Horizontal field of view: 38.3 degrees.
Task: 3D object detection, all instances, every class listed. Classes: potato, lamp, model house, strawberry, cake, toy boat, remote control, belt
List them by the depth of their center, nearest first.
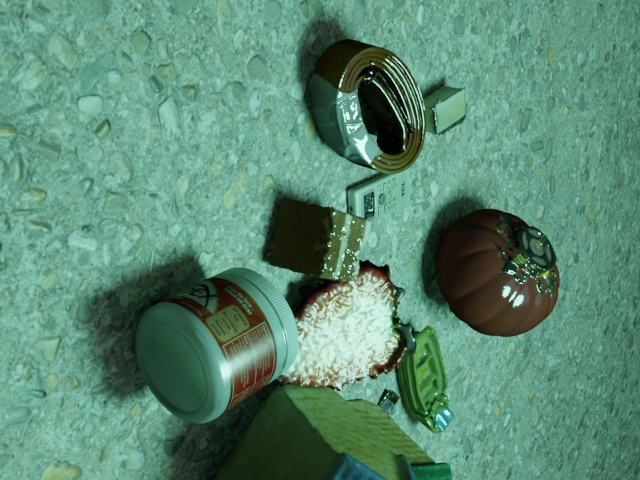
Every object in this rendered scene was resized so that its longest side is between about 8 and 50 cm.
[{"bbox_3d":[0.046,0.483,1.660,0.382,0.342,0.335,11,116,-55],"label":"model house"},{"bbox_3d":[0.000,0.000,1.692,0.147,0.134,0.135,7,96,-61],"label":"cake"},{"bbox_3d":[0.089,-0.241,1.702,0.184,0.105,0.261,-45,128,-12],"label":"belt"},{"bbox_3d":[0.019,0.171,1.795,0.306,0.137,0.233,-17,98,-20],"label":"strawberry"},{"bbox_3d":[0.145,-0.264,1.845,0.198,0.054,0.119,6,94,-52],"label":"potato"},{"bbox_3d":[0.124,-0.089,1.892,0.190,0.029,0.087,-25,121,-45],"label":"remote control"},{"bbox_3d":[0.258,-0.281,1.973,0.122,0.061,0.086,-35,127,-37],"label":"potato"},{"bbox_3d":[0.405,0.073,2.104,0.303,0.257,0.303,20,52,-29],"label":"lamp"},{"bbox_3d":[0.237,0.319,2.128,0.111,0.084,0.276,-40,127,-33],"label":"toy boat"}]

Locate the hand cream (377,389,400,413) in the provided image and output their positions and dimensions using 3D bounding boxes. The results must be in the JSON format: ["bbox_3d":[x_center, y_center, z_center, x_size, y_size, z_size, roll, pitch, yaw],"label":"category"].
[{"bbox_3d":[0.135,0.417,2.070,0.062,0.039,0.163,44,62,-46],"label":"hand cream"}]

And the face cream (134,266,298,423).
[{"bbox_3d":[-0.168,0.165,1.472,0.187,0.201,0.201,-28,122,-44],"label":"face cream"}]
